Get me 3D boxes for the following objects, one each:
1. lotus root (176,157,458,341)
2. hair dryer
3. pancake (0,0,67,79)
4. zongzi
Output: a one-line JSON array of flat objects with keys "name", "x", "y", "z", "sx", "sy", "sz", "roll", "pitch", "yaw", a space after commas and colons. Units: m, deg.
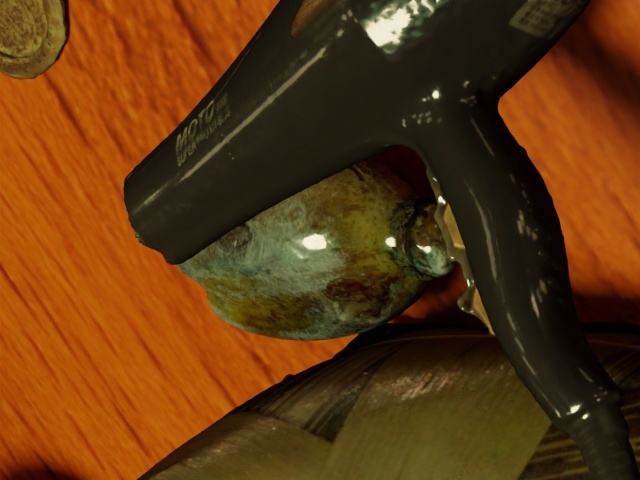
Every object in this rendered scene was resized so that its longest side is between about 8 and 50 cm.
[{"name": "lotus root", "x": 0.000, "y": 0.000, "z": 0.949, "sx": 0.192, "sy": 0.088, "sz": 0.113, "roll": -4, "pitch": 129, "yaw": 41}, {"name": "hair dryer", "x": 0.049, "y": 0.016, "z": 0.778, "sx": 0.304, "sy": 0.120, "sz": 0.359, "roll": -37, "pitch": 58, "yaw": 29}, {"name": "pancake", "x": -0.196, "y": -0.150, "z": 1.070, "sx": 0.115, "sy": 0.011, "sz": 0.115, "roll": 22, "pitch": 129, "yaw": 30}, {"name": "zongzi", "x": 0.064, "y": 0.130, "z": 0.818, "sx": 0.289, "sy": 0.317, "sz": 0.154, "roll": -5, "pitch": 98, "yaw": 42}]
